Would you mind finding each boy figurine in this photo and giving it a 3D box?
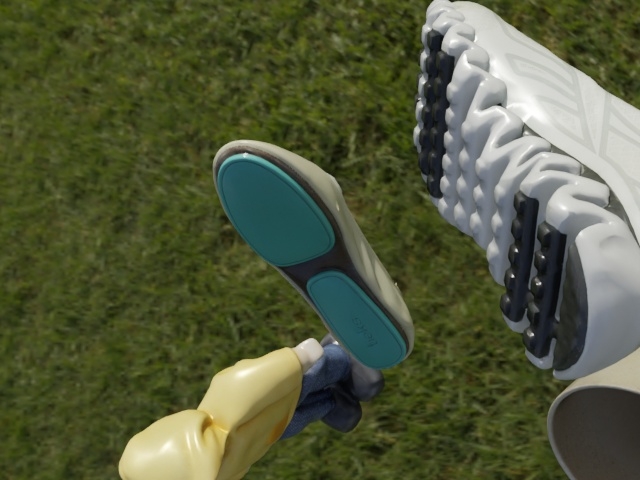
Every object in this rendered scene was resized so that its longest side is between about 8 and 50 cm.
[{"bbox_3d":[-0.056,0.159,0.938,0.092,0.285,0.177,43,120,18],"label":"boy figurine"}]

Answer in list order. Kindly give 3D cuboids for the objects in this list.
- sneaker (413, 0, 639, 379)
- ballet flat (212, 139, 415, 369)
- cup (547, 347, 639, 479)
[{"bbox_3d":[0.128,-0.044,0.570,0.292,0.118,0.110,-111,16,-49],"label":"sneaker"},{"bbox_3d":[0.000,0.000,0.821,0.086,0.248,0.086,-22,34,17],"label":"ballet flat"},{"bbox_3d":[0.553,0.275,1.614,0.331,0.237,0.331,30,143,26],"label":"cup"}]
